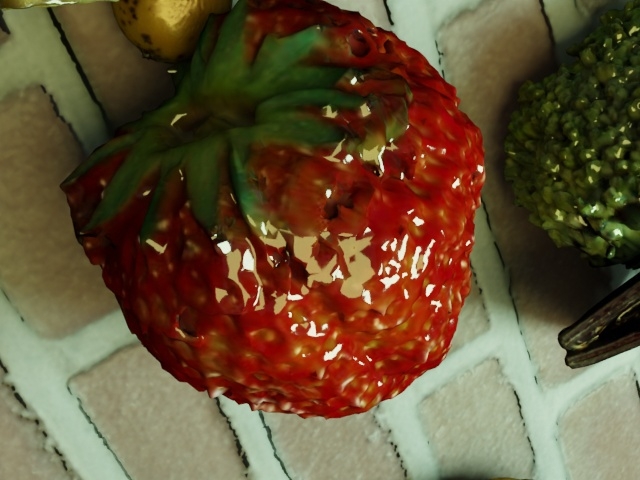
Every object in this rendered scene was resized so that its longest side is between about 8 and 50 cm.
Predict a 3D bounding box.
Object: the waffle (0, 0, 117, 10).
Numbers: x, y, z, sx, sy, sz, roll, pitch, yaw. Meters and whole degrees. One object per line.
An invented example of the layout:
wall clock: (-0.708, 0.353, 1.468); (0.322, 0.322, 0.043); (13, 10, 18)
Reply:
waffle: (-0.071, -0.224, 0.568); (0.274, 0.057, 0.168); (-17, 104, -33)

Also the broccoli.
broccoli: (0.259, -0.090, 0.804); (0.242, 0.273, 0.180); (-28, 76, -2)

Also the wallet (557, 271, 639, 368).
wallet: (0.316, 0.016, 0.792); (0.262, 0.221, 0.071); (-33, 81, 19)

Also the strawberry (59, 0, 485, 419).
strawberry: (0.000, 0.000, 0.643); (0.250, 0.239, 0.288); (-32, 136, 5)

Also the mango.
mango: (-0.093, -0.168, 0.627); (0.078, 0.057, 0.114); (-1, 109, -18)

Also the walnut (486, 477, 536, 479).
walnut: (0.175, 0.322, 0.899); (0.193, 0.193, 0.226); (-4, 116, -24)
